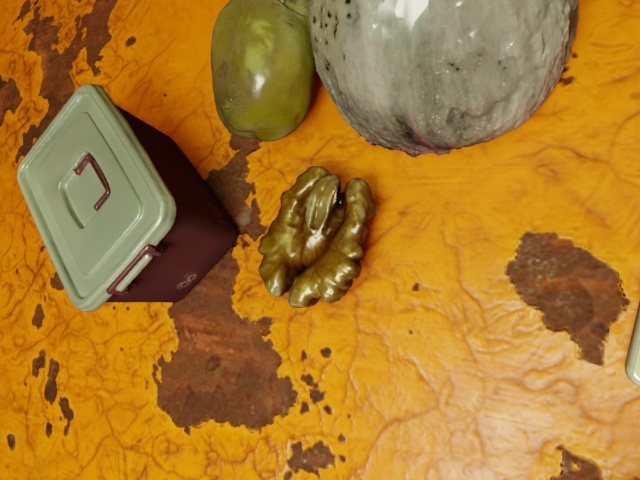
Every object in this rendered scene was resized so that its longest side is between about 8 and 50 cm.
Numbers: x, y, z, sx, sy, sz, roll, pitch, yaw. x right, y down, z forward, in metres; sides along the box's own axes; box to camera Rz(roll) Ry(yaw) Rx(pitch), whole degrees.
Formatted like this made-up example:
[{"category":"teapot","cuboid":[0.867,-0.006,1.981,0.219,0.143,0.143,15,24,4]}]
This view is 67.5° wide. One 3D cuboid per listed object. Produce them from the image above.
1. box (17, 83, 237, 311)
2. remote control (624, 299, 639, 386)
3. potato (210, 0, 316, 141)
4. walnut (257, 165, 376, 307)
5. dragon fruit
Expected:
[{"category":"box","cuboid":[-0.264,-0.052,0.671,0.193,0.167,0.294,-46,63,14]},{"category":"remote control","cuboid":[0.332,0.048,0.417,0.088,0.029,0.189,13,86,29]},{"category":"potato","cuboid":[-0.068,-0.230,0.617,0.137,0.154,0.200,11,83,8]},{"category":"walnut","cuboid":[0.000,0.000,0.579,0.143,0.069,0.170,25,90,31]},{"category":"dragon fruit","cuboid":[0.100,-0.220,0.491,0.283,0.221,0.203,18,82,27]}]
